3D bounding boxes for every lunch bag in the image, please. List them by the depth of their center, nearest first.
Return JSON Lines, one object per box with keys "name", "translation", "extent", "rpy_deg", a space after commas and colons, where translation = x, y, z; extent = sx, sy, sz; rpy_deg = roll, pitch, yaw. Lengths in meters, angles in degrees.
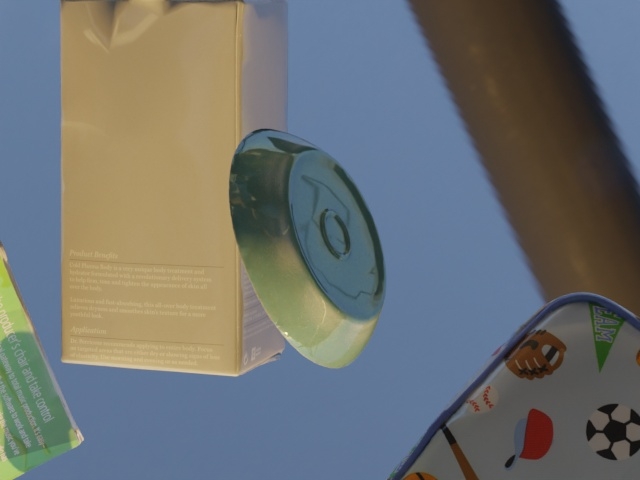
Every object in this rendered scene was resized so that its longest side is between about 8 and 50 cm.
{"name": "lunch bag", "translation": [0.158, 0.203, 1.133], "extent": [0.243, 0.115, 0.303], "rpy_deg": [37, -101, 18]}

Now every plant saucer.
{"name": "plant saucer", "translation": [0.000, 0.000, 0.850], "extent": [0.119, 0.021, 0.119], "rpy_deg": [42, -143, -43]}

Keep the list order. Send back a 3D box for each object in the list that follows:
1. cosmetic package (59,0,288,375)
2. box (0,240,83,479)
{"name": "cosmetic package", "translation": [-0.092, -0.039, 1.151], "extent": [0.127, 0.107, 0.238], "rpy_deg": [5, -84, 17]}
{"name": "box", "translation": [-0.320, 0.122, 1.105], "extent": [0.322, 0.232, 0.058], "rpy_deg": [-25, -125, -12]}
